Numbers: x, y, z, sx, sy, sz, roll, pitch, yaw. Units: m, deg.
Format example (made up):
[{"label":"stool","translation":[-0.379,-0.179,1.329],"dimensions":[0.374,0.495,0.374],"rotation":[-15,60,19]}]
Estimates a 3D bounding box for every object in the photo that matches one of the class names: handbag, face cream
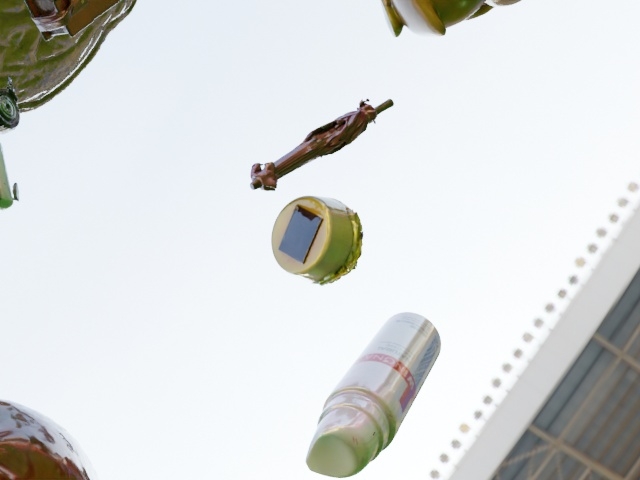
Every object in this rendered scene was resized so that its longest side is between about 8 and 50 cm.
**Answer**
[{"label":"handbag","translation":[-0.288,-0.336,1.104],"dimensions":[0.190,0.063,0.127],"rotation":[-58,-43,-42]},{"label":"face cream","translation":[0.077,0.202,1.242],"dimensions":[0.345,0.102,0.101],"rotation":[-43,-31,-63]}]

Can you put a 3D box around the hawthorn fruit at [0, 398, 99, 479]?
[{"label":"hawthorn fruit","translation":[-0.186,0.150,0.475],"dimensions":[0.149,0.149,0.189],"rotation":[-35,-24,-20]}]

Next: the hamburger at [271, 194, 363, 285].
[{"label":"hamburger","translation":[0.000,0.000,1.300],"dimensions":[0.081,0.141,0.126],"rotation":[15,-97,-48]}]

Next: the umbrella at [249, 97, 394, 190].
[{"label":"umbrella","translation":[0.004,-0.083,0.764],"dimensions":[0.165,0.025,0.027],"rotation":[-35,-77,-31]}]

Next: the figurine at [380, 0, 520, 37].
[{"label":"figurine","translation":[0.204,-0.402,1.413],"dimensions":[0.228,0.215,0.215],"rotation":[-40,-44,-9]}]

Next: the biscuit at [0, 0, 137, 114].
[{"label":"biscuit","translation":[-0.399,-0.334,1.305],"dimensions":[0.365,0.062,0.385],"rotation":[-47,-15,-6]}]

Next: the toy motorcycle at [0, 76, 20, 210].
[{"label":"toy motorcycle","translation":[-0.421,-0.167,0.966],"dimensions":[0.125,0.331,0.196],"rotation":[-20,-11,15]}]
